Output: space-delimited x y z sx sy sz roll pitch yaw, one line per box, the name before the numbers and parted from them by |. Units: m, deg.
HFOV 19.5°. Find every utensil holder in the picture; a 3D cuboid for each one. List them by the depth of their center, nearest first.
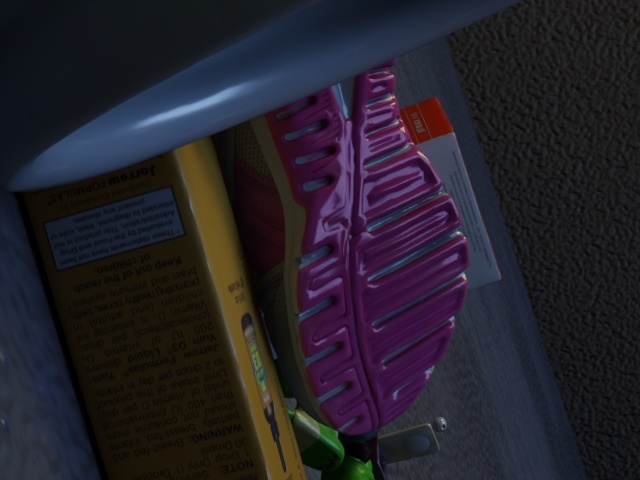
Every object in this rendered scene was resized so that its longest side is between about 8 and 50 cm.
utensil holder | -0.042 -0.253 0.648 0.385 0.327 0.327 65 10 0

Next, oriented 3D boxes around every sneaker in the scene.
sneaker | -0.009 -0.031 0.892 0.111 0.103 0.252 4 -73 56

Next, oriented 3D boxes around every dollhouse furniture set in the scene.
dollhouse furniture set | 0.036 0.119 1.250 0.091 0.081 0.114 -91 162 -55

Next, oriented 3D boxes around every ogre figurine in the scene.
ogre figurine | 0.007 0.099 1.095 0.197 0.097 0.118 54 32 -34

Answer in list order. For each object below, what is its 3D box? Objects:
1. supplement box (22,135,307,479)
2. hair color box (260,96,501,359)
supplement box | -0.069 0.038 0.826 0.078 0.080 0.233 -30 103 -78
hair color box | 0.000 0.000 0.977 0.053 0.167 0.093 -107 177 -63
